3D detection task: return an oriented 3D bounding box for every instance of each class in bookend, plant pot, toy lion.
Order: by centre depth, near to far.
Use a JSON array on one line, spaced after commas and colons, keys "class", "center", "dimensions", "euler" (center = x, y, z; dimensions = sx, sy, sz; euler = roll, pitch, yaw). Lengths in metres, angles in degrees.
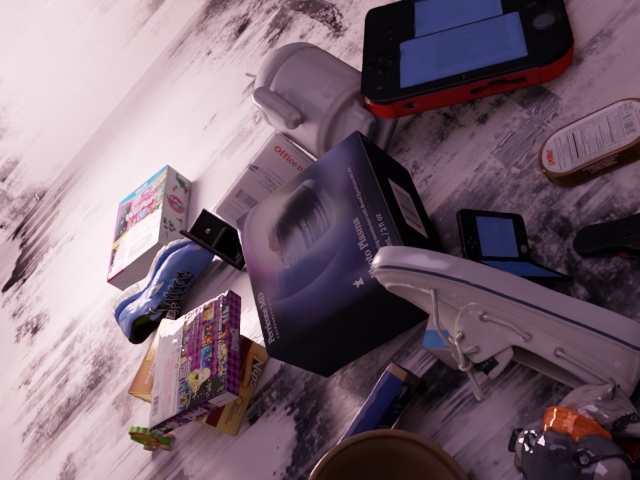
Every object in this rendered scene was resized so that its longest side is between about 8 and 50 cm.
[{"class": "plant pot", "center": [0.085, 0.379, 0.957], "dimensions": [0.109, 0.237, 0.237], "euler": [104, -176, -66]}, {"class": "toy lion", "center": [-0.361, 0.408, 1.491], "dimensions": [0.100, 0.096, 0.034], "euler": [-17, 50, 41]}, {"class": "bookend", "center": [-0.207, -0.037, 1.628], "dimensions": [0.157, 0.156, 0.072], "euler": [-57, -5, -6]}]

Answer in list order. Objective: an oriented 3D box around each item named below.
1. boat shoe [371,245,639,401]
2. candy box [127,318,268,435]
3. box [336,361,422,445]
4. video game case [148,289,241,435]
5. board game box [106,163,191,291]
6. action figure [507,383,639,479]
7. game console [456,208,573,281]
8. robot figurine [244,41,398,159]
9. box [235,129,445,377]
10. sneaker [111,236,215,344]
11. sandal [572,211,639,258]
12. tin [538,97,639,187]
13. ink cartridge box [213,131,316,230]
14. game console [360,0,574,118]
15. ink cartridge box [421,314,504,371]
[{"class": "boat shoe", "center": [0.222, 0.129, 0.934], "dimensions": [0.367, 0.136, 0.156], "euler": [20, 78, 13]}, {"class": "candy box", "center": [-0.258, 0.275, 1.491], "dimensions": [0.316, 0.087, 0.183], "euler": [2, 62, 48]}, {"class": "box", "center": [0.069, 0.289, 1.073], "dimensions": [0.036, 0.136, 0.225], "euler": [34, 87, 22]}, {"class": "video game case", "center": [-0.242, 0.235, 1.394], "dimensions": [0.210, 0.042, 0.232], "euler": [-31, 41, 26]}, {"class": "board game box", "center": [-0.472, -0.031, 1.982], "dimensions": [0.224, 0.097, 0.303], "euler": [-33, 39, 26]}, {"class": "action figure", "center": [0.301, 0.312, 0.761], "dimensions": [0.341, 0.178, 0.330], "euler": [-4, 68, 49]}, {"class": "game console", "center": [0.281, 0.007, 1.039], "dimensions": [0.085, 0.144, 0.124], "euler": [-24, 68, 51]}, {"class": "robot figurine", "center": [-0.001, -0.291, 1.520], "dimensions": [0.353, 0.300, 0.199], "euler": [38, 123, 30]}, {"class": "box", "center": [0.036, 0.029, 1.234], "dimensions": [0.294, 0.183, 0.296], "euler": [-35, 51, 23]}, {"class": "sneaker", "center": [-0.359, 0.128, 1.723], "dimensions": [0.330, 0.130, 0.147], "euler": [-46, 51, 17]}, {"class": "sandal", "center": [0.431, -0.003, 0.990], "dimensions": [0.179, 0.040, 0.067], "euler": [-11, 46, 62]}, {"class": "tin", "center": [0.429, -0.153, 1.113], "dimensions": [0.190, 0.040, 0.106], "euler": [-26, 40, 33]}, {"class": "ink cartridge box", "center": [-0.104, -0.101, 1.543], "dimensions": [0.218, 0.158, 0.092], "euler": [-52, 13, -4]}, {"class": "game console", "center": [0.266, -0.392, 1.370], "dimensions": [0.387, 0.060, 0.342], "euler": [-10, 51, 18]}, {"class": "ink cartridge box", "center": [0.227, 0.112, 1.072], "dimensions": [0.090, 0.092, 0.143], "euler": [-6, 57, 46]}]
